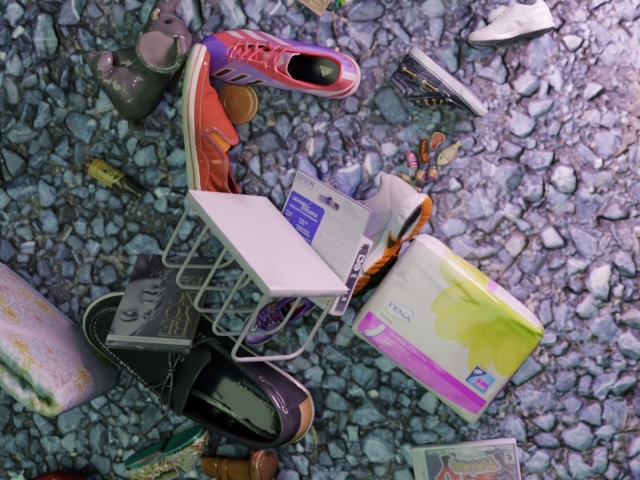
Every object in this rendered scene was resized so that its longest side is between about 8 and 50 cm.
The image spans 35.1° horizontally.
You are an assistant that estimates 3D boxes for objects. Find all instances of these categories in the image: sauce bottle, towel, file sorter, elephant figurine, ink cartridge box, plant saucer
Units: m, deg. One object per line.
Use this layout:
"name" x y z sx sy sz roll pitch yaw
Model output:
"sauce bottle" -0.402 -0.121 1.994 0.128 0.042 0.042 30 103 5
"towel" -0.579 0.183 1.932 0.374 0.320 0.090 39 98 5
"file sorter" -0.132 0.063 1.824 0.278 0.192 0.173 48 118 34
"elephant figurine" -0.303 -0.346 1.892 0.239 0.169 0.186 -33 119 -1
"ink cartridge box" 0.000 0.000 1.870 0.206 0.045 0.208 33 108 38
"plant saucer" -0.159 -0.263 1.933 0.083 0.013 0.084 2 98 12

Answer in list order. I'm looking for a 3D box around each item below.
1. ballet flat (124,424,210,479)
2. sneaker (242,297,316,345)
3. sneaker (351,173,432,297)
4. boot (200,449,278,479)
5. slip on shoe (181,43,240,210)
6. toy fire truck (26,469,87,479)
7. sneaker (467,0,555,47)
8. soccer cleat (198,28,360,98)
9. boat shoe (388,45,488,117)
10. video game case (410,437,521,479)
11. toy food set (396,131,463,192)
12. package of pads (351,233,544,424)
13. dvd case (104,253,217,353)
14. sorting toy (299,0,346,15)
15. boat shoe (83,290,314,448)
"ballet flat" -0.291 0.431 2.014 0.241 0.091 0.077 -27 107 34
"sneaker" -0.085 0.144 1.943 0.170 0.071 0.068 -36 89 15
"sneaker" 0.092 -0.008 1.884 0.121 0.099 0.262 45 108 25
"boot" -0.161 0.442 1.952 0.152 0.197 0.073 17 57 16
"slip on shoe" -0.202 -0.206 1.872 0.101 0.123 0.331 -3 119 -1
"toy fire truck" -0.561 0.619 2.081 0.253 0.169 0.302 9 99 30
"sneaker" 0.333 -0.382 1.792 0.152 0.053 0.061 -13 85 8
"soccer cleat" -0.087 -0.328 1.852 0.318 0.116 0.109 13 95 11
"boat shoe" 0.212 -0.264 1.828 0.183 0.065 0.083 42 106 11
"video game case" 0.283 0.474 1.930 0.201 0.023 0.184 -8 96 13
"toy food set" 0.197 -0.151 1.865 0.078 0.019 0.122 39 104 5
"package of pads" 0.236 0.155 1.857 0.296 0.101 0.229 37 104 5
"dvd case" -0.301 0.117 1.933 0.164 0.221 0.018 3 140 12
"sorting toy" 0.006 -0.448 1.871 0.083 0.012 0.062 38 99 9
"boat shoe" -0.247 0.248 1.952 0.500 0.156 0.187 29 105 9
